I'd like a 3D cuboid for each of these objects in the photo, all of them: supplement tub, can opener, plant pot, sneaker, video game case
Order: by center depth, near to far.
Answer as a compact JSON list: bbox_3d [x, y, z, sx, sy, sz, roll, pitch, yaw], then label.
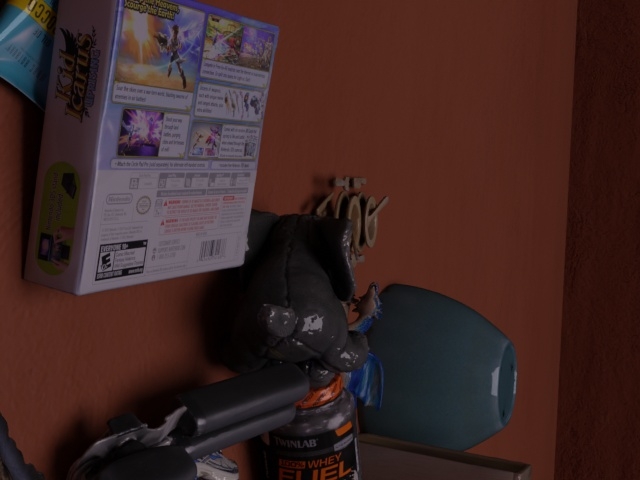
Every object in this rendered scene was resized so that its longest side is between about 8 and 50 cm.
[{"bbox_3d":[-0.138,-0.089,0.842,0.269,0.061,0.244,-9,111,-66],"label":"video game case"},{"bbox_3d":[-0.111,0.184,0.881,0.280,0.093,0.074,-15,142,-51],"label":"can opener"},{"bbox_3d":[-0.120,0.216,0.966,0.135,0.052,0.058,36,55,-62],"label":"sneaker"},{"bbox_3d":[-0.012,0.247,1.129,0.117,0.117,0.190,-39,127,-59],"label":"supplement tub"},{"bbox_3d":[0.202,0.218,1.510,0.290,0.196,0.290,2,90,-66],"label":"plant pot"}]

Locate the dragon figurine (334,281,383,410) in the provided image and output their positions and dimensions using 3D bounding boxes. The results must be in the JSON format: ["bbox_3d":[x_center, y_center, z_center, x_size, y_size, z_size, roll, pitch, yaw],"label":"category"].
[{"bbox_3d":[0.032,0.188,1.258,0.144,0.085,0.289,-6,97,-65],"label":"dragon figurine"}]

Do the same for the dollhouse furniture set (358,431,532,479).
[{"bbox_3d":[0.125,0.483,1.292,0.362,0.257,0.394,25,74,-70],"label":"dollhouse furniture set"}]

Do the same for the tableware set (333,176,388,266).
[{"bbox_3d":[0.057,-0.024,1.317,0.194,0.039,0.128,-11,103,-75],"label":"tableware set"}]

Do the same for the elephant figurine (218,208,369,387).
[{"bbox_3d":[-0.032,0.030,1.059,0.169,0.186,0.239,22,57,-30],"label":"elephant figurine"}]

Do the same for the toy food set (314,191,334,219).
[{"bbox_3d":[0.000,0.000,1.256,0.078,0.019,0.122,-50,144,-54],"label":"toy food set"}]

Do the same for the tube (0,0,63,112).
[{"bbox_3d":[-0.205,-0.209,0.748,0.080,0.052,0.207,41,61,-52],"label":"tube"}]

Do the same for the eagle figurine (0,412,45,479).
[{"bbox_3d":[-0.210,0.236,0.659,0.298,0.225,0.226,40,5,-25],"label":"eagle figurine"}]
